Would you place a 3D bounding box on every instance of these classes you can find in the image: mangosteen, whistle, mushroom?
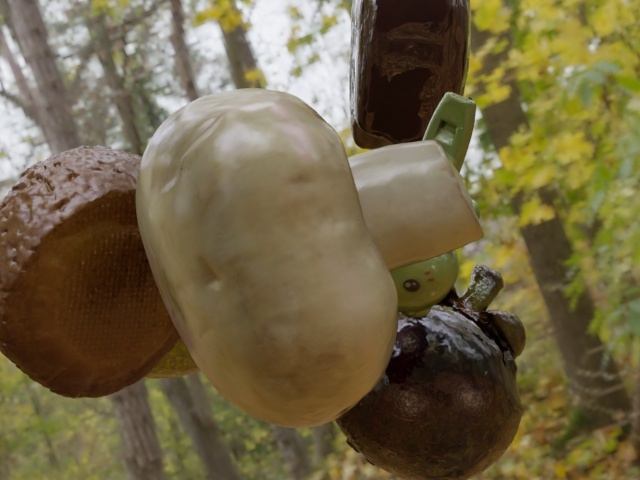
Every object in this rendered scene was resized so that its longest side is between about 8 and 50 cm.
[{"bbox_3d":[0.158,0.198,1.688,0.293,0.297,0.297,-25,-5,10],"label":"mangosteen"},{"bbox_3d":[0.117,-0.029,1.466,0.141,0.141,0.294,-18,-49,-39],"label":"whistle"},{"bbox_3d":[-0.031,0.004,1.226,0.353,0.353,0.325,-23,-30,22],"label":"mushroom"}]

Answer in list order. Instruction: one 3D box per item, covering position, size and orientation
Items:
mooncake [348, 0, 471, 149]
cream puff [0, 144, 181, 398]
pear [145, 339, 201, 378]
[{"bbox_3d":[0.130,-0.265,1.787,0.174,0.333,0.326,2,-31,-4],"label":"mooncake"},{"bbox_3d":[-0.286,0.029,1.476,0.303,0.303,0.212,-19,25,-30],"label":"cream puff"},{"bbox_3d":[-0.261,0.049,1.847,0.287,0.287,0.375,-23,-45,16],"label":"pear"}]
